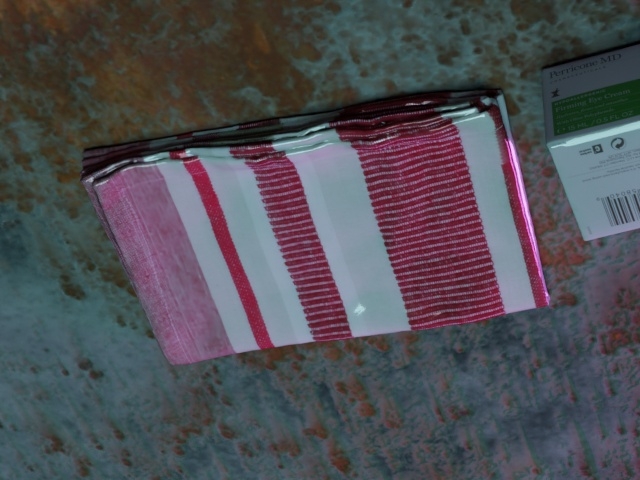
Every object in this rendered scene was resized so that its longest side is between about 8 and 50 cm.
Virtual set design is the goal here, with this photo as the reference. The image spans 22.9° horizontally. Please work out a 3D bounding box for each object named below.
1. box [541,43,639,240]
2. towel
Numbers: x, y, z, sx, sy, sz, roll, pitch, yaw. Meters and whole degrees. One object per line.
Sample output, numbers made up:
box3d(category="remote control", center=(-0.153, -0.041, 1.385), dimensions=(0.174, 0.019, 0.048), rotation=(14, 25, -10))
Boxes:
box3d(category="box", center=(0.219, -0.072, 1.118), dimensions=(0.101, 0.087, 0.102), rotation=(-14, 131, 17))
box3d(category="towel", center=(0.000, 0.000, 1.241), dimensions=(0.329, 0.037, 0.237), rotation=(-9, 134, 12))
